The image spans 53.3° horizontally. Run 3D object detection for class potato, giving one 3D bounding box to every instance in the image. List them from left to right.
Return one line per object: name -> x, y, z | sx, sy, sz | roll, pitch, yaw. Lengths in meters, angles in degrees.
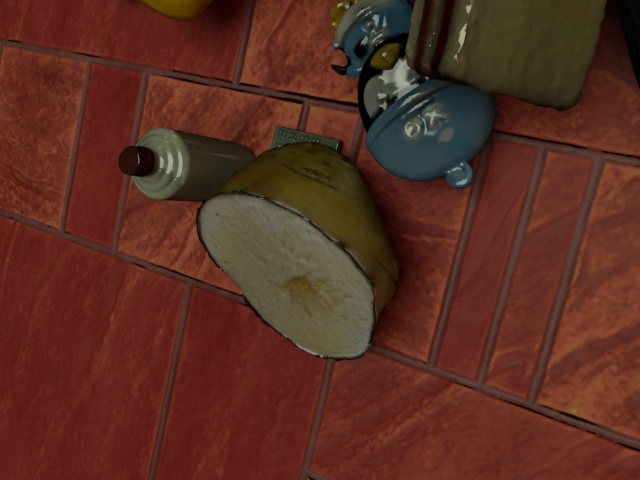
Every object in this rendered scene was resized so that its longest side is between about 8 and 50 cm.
potato -> 0.000, 0.000, 0.890 | 0.246, 0.196, 0.299 | -20, 113, 46

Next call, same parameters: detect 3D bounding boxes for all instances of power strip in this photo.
power strip -> -0.018, -0.141, 0.979 | 0.136, 0.019, 0.051 | 19, 98, 25

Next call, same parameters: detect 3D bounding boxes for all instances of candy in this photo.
candy -> 0.213, -0.314, 0.674 | 0.135, 0.179, 0.320 | -129, 46, -64

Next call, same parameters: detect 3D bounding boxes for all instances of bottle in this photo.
bottle -> -0.197, -0.108, 0.944 | 0.104, 0.245, 0.104 | 1, 91, 26

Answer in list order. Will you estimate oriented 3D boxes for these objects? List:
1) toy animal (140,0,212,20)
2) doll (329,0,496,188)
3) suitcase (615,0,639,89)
toy animal -> -0.178, -0.462, 0.872 | 0.345, 0.247, 0.277 | 0, 94, -11
doll -> 0.117, -0.203, 0.843 | 0.177, 0.141, 0.314 | -33, 74, 20
suitcase -> 0.489, -0.248, 0.626 | 0.345, 0.188, 0.339 | -15, 72, 28
